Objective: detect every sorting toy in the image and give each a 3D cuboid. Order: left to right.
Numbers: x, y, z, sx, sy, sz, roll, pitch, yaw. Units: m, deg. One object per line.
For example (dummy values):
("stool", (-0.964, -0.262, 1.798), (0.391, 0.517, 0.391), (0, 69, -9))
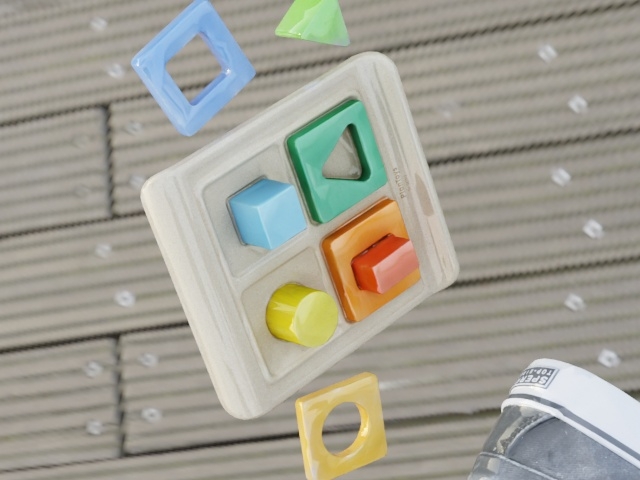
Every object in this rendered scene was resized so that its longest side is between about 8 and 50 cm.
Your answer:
("sorting toy", (0.000, 0.000, 1.178), (0.196, 0.348, 0.047), (-32, 27, -25))

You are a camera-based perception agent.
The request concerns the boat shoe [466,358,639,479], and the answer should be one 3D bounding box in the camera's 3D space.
("boat shoe", (0.220, 0.189, 1.008), (0.306, 0.113, 0.105), (35, 70, -8))
